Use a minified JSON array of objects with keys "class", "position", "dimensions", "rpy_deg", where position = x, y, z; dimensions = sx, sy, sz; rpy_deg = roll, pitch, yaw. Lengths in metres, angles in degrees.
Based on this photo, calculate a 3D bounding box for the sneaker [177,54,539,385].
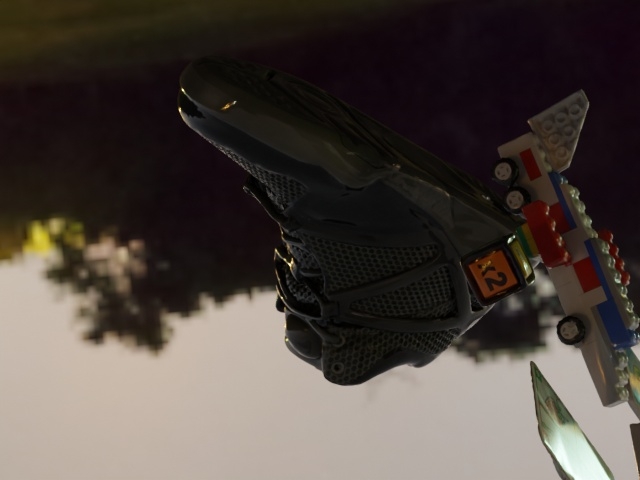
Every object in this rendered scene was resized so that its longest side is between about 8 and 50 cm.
[{"class":"sneaker","position":[0.000,0.000,0.940],"dimensions":[0.227,0.130,0.087],"rpy_deg":[30,-167,-41]}]

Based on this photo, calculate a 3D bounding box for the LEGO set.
[{"class":"LEGO set","position":[0.133,0.057,0.817],"dimensions":[0.060,0.244,0.182],"rpy_deg":[-26,-148,18]}]
